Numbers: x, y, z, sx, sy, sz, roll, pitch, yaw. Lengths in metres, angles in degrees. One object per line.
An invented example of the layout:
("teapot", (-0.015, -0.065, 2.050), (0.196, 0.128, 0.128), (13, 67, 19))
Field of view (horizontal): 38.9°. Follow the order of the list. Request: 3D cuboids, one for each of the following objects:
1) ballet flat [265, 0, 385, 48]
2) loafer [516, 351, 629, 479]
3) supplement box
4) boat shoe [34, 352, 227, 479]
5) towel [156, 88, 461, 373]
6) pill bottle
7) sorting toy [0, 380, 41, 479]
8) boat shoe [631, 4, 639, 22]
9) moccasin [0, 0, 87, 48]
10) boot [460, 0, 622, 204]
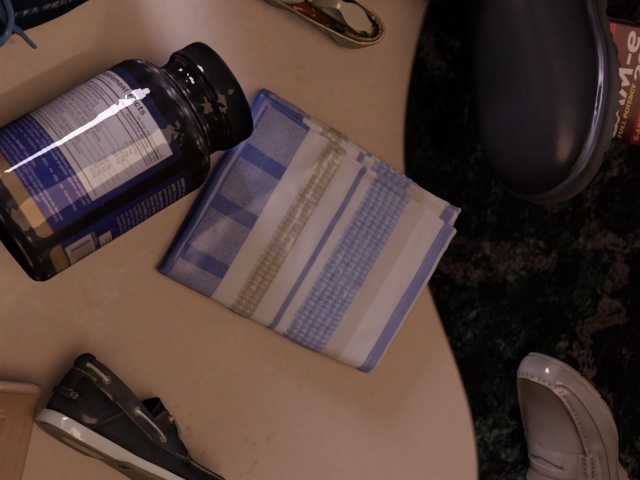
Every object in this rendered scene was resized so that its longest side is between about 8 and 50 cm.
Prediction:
("ballet flat", (-0.006, -0.230, 0.839), (0.168, 0.052, 0.057), (22, 93, -33))
("loafer", (0.310, 0.273, 1.135), (0.111, 0.112, 0.320), (-43, 122, -24))
("supplement box", (0.368, -0.173, 1.010), (0.239, 0.073, 0.130), (7, 108, -7))
("boat shoe", (-0.156, 0.189, 0.851), (0.233, 0.084, 0.079), (45, 54, -37))
("towel", (0.000, 0.000, 0.919), (0.285, 0.034, 0.209), (29, 90, -32))
("pill bottle", (-0.169, -0.072, 0.743), (0.219, 0.122, 0.123), (-34, 118, -20))
("sorting toy", (-0.352, 0.204, 0.764), (0.192, 0.038, 0.208), (10, 102, -33))
("boat shoe", (0.452, -0.170, 1.106), (0.095, 0.095, 0.258), (-38, 119, -17))
("moccasin", (-0.284, -0.185, 0.645), (0.341, 0.116, 0.138), (-22, 114, -24))
("boot", (0.073, -0.261, 0.787), (0.445, 0.146, 0.367), (19, 67, -37))
